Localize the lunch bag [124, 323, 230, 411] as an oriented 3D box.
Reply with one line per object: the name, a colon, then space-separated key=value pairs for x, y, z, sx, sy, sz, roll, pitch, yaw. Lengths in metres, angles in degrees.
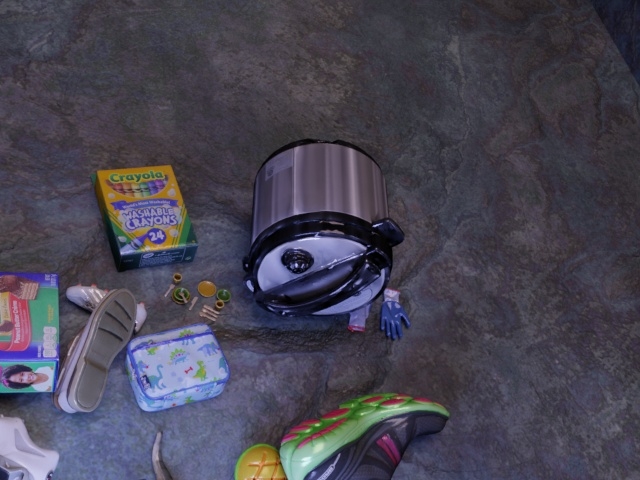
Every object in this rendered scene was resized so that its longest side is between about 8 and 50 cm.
lunch bag: x=-0.334 y=0.289 z=1.772 sx=0.219 sy=0.090 sz=0.176 roll=-8 pitch=55 yaw=-29

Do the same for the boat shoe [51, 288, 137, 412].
boat shoe: x=-0.510 y=0.236 z=1.705 sx=0.113 sy=0.103 sz=0.302 roll=53 pitch=41 yaw=-38

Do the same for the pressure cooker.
pressure cooker: x=-0.005 y=-0.003 z=1.948 sx=0.376 sy=0.369 sz=0.420 roll=9 pitch=48 yaw=-11

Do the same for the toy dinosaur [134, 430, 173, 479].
toy dinosaur: x=-0.332 y=0.536 z=1.601 sx=0.118 sy=0.064 sz=0.268 roll=-12 pitch=57 yaw=-37

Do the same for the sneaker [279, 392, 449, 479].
sneaker: x=0.108 y=0.481 z=1.777 sx=0.483 sy=0.185 sz=0.202 roll=-11 pitch=96 yaw=-37

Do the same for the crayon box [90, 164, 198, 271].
crayon box: x=-0.466 y=-0.084 z=2.009 sx=0.203 sy=0.083 sz=0.323 roll=-8 pitch=57 yaw=-28

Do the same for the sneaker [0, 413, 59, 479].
sneaker: x=-0.679 y=0.398 z=1.541 sx=0.331 sy=0.122 sz=0.146 roll=32 pitch=31 yaw=5

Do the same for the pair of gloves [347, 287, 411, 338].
pair of gloves: x=0.152 y=0.191 z=2.091 sx=0.198 sy=0.023 sz=0.159 roll=12 pitch=52 yaw=-12

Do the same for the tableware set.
tableware set: x=-0.309 y=0.133 z=1.944 sx=0.154 sy=0.024 sz=0.104 roll=27 pitch=48 yaw=0

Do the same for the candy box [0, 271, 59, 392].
candy box: x=-0.725 y=0.191 z=1.630 sx=0.317 sy=0.122 sz=0.268 roll=2 pitch=39 yaw=-21

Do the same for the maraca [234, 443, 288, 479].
maraca: x=-0.115 y=0.534 z=1.669 sx=0.127 sy=0.099 sz=0.185 roll=-30 pitch=94 yaw=-26

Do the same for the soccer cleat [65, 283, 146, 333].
soccer cleat: x=-0.510 y=0.161 z=1.814 sx=0.196 sy=0.068 sz=0.076 roll=19 pitch=52 yaw=-11
